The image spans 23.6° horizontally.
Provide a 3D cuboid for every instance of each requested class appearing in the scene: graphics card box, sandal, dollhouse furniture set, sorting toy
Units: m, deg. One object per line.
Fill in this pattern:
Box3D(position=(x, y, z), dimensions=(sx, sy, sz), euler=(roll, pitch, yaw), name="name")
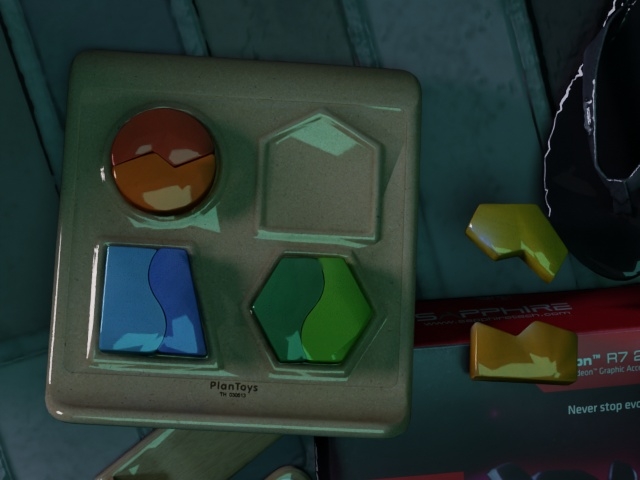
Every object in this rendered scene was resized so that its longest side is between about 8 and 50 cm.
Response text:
Box3D(position=(0.116, 0.223, 0.995), dimensions=(0.233, 0.094, 0.371), euler=(-4, 103, -7), name="graphics card box")
Box3D(position=(0.196, -0.100, 0.935), dimensions=(0.097, 0.054, 0.254), euler=(18, 102, 19), name="sandal")
Box3D(position=(-0.043, 0.185, 0.935), dimensions=(0.123, 0.151, 0.144), euler=(-39, 107, 2), name="dollhouse furniture set")
Box3D(position=(0.000, 0.000, 0.899), dimensions=(0.307, 0.041, 0.229), euler=(3, 76, -4), name="sorting toy")
